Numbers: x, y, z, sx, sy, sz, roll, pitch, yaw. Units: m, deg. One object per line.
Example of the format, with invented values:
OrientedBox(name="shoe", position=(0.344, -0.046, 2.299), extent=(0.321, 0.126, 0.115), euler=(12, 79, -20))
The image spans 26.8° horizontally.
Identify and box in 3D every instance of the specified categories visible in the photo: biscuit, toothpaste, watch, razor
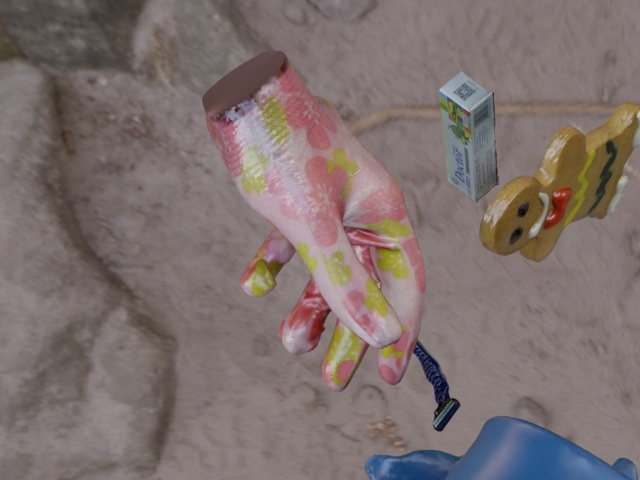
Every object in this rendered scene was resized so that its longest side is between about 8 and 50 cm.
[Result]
OrientedBox(name="biscuit", position=(0.245, -0.048, 1.346), extent=(0.035, 0.240, 0.158), euler=(33, 134, 32))
OrientedBox(name="toothpaste", position=(0.151, -0.102, 1.354), extent=(0.034, 0.164, 0.046), euler=(-41, 61, -15))
OrientedBox(name="watch", position=(0.163, 0.235, 1.036), extent=(0.305, 0.274, 0.241), euler=(33, 75, 14))
OrientedBox(name="razor", position=(0.084, 0.104, 1.244), extent=(0.154, 0.028, 0.044), euler=(55, 138, 29))

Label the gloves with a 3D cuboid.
OrientedBox(name="gloves", position=(0.007, -0.008, 0.940), extent=(0.126, 0.145, 0.241), euler=(-47, 113, -27))
